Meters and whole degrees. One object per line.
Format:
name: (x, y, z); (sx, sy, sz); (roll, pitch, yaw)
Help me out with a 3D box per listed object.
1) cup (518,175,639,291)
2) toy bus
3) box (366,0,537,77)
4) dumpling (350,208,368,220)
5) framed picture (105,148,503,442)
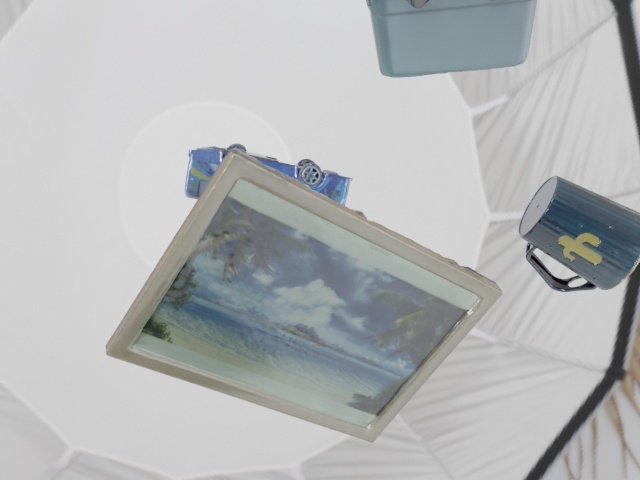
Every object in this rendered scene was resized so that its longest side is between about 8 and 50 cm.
cup: (0.388, -0.002, 1.102); (0.155, 0.177, 0.131); (30, -145, -2)
toy bus: (-0.077, -0.081, 1.035); (0.236, 0.094, 0.079); (11, -169, -9)
box: (0.110, -0.250, 0.628); (0.162, 0.227, 0.130); (-4, 137, 7)
dumpling: (-0.001, -0.005, 1.182); (0.332, 0.086, 0.166); (-8, -142, -41)
framed picture: (-0.008, 0.072, 0.681); (0.314, 0.232, 0.024); (25, -157, -25)
